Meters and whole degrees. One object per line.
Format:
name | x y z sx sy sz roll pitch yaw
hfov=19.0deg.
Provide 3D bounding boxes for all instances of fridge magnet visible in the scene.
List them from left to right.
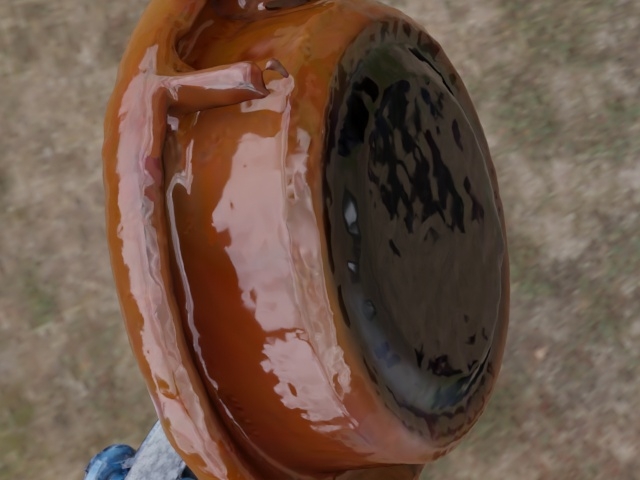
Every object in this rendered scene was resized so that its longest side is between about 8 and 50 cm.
fridge magnet | 0.000 0.000 1.133 0.155 0.363 0.363 -9 99 28

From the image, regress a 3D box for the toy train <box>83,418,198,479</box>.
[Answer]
toy train | -0.088 0.200 1.789 0.131 0.299 0.202 21 159 42
